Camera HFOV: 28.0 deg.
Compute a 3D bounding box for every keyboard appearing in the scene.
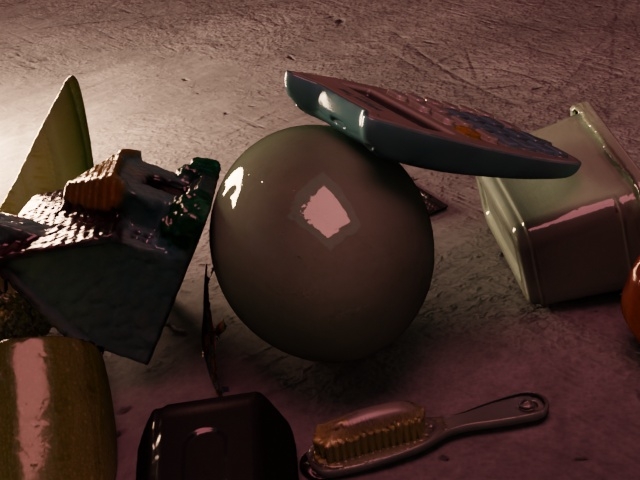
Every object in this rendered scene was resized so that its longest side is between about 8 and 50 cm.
[{"bbox_3d":[0.118,-0.078,1.988,0.063,0.010,0.198,-22,33,-22],"label":"keyboard"}]

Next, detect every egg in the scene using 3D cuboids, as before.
[{"bbox_3d":[0.000,0.000,1.600,0.276,0.276,0.389,-13,26,-11],"label":"egg"}]

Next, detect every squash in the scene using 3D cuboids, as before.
[{"bbox_3d":[-0.327,0.253,1.482,0.189,0.189,0.261,-9,65,-5],"label":"squash"},{"bbox_3d":[-0.415,-0.122,1.892,0.203,0.289,0.111,2,32,14],"label":"squash"}]

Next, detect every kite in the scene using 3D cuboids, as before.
[{"bbox_3d":[-0.131,0.120,1.579,0.010,0.183,0.160,-3,-16,-16],"label":"kite"}]

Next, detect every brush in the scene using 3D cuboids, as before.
[{"bbox_3d":[0.117,0.200,1.444,0.296,0.060,0.068,-13,27,-11],"label":"brush"}]

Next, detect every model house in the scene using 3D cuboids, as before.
[{"bbox_3d":[-0.286,-0.020,1.651,0.248,0.230,0.280,22,17,-8],"label":"model house"}]

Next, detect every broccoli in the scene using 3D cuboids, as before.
[{"bbox_3d":[-0.444,0.056,1.698,0.197,0.176,0.226,12,48,-35],"label":"broccoli"}]

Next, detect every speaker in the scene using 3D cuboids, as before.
[{"bbox_3d":[-0.109,0.260,1.259,0.180,0.184,0.388,-8,28,-2],"label":"speaker"}]

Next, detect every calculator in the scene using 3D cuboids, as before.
[{"bbox_3d":[0.154,-0.139,1.613,0.386,0.055,0.256,3,21,-36],"label":"calculator"}]

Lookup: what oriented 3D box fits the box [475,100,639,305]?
[{"bbox_3d":[0.326,-0.043,1.735,0.182,0.175,0.312,-15,30,1],"label":"box"}]

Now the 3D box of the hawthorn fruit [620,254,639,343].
[{"bbox_3d":[0.439,0.008,1.491,0.165,0.286,0.165,2,22,-1],"label":"hawthorn fruit"}]
